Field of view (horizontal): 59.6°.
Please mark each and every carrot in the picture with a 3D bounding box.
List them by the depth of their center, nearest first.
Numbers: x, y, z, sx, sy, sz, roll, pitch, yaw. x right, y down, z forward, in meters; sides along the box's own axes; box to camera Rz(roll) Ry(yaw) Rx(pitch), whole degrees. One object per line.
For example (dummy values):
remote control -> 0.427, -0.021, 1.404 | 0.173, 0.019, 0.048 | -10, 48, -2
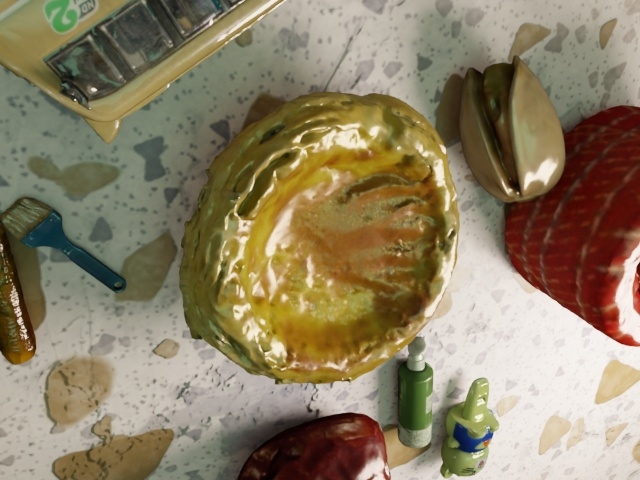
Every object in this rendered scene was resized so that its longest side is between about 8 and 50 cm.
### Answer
carrot -> -0.357, 0.064, 0.634 | 0.042, 0.042, 0.170 | -9, 118, -21

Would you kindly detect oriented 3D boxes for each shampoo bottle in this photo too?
shampoo bottle -> 0.164, 0.263, 0.965 | 0.065, 0.065, 0.204 | -14, 119, -19

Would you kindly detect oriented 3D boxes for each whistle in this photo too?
whistle -> 0.282, 0.356, 1.049 | 0.105, 0.085, 0.227 | -8, 117, -32

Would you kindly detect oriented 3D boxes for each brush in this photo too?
brush -> -0.293, 0.012, 0.657 | 0.051, 0.014, 0.164 | -42, 125, 0

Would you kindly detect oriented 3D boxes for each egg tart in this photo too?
egg tart -> 0.000, 0.000, 0.698 | 0.388, 0.169, 0.387 | -11, 116, -24

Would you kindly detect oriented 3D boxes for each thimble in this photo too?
thimble -> 0.496, -0.021, 0.880 | 0.350, 0.230, 0.350 | -11, 119, -20

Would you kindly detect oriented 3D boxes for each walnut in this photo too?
walnut -> -0.008, 0.409, 0.879 | 0.269, 0.221, 0.244 | -17, 152, -26

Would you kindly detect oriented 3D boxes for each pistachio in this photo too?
pistachio -> 0.264, -0.145, 0.773 | 0.144, 0.144, 0.215 | -28, 116, -10

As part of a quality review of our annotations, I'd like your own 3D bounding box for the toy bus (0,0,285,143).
toy bus -> -0.136, -0.266, 0.500 | 0.365, 0.177, 0.202 | -38, 130, -5
